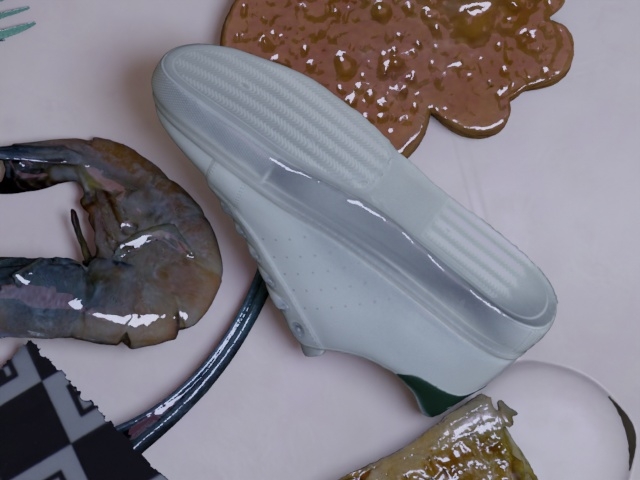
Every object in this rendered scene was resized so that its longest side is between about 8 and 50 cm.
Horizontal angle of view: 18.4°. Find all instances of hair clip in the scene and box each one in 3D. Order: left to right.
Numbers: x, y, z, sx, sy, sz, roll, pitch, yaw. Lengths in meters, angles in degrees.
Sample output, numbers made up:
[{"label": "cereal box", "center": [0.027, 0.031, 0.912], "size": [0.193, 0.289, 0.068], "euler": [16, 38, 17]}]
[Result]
[{"label": "hair clip", "center": [-0.107, 0.110, 1.587], "size": [0.070, 0.039, 0.229], "euler": [43, 79, 9]}]

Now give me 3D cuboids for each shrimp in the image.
[{"label": "shrimp", "center": [-0.223, -0.004, 1.573], "size": [0.289, 0.075, 0.178], "euler": [0, 70, 0]}]

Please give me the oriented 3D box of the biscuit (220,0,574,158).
[{"label": "biscuit", "center": [0.062, -0.161, 1.616], "size": [0.288, 0.044, 0.202], "euler": [-13, 85, -5]}]

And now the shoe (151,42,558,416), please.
[{"label": "shoe", "center": [0.000, 0.000, 1.550], "size": [0.363, 0.132, 0.160], "euler": [36, 123, -2]}]

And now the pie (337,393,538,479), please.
[{"label": "pie", "center": [0.055, 0.238, 1.557], "size": [0.282, 0.068, 0.129], "euler": [-34, 87, -6]}]

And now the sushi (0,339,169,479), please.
[{"label": "sushi", "center": [-0.243, 0.295, 1.508], "size": [0.339, 0.069, 0.320], "euler": [-45, 59, -8]}]

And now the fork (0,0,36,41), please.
[{"label": "fork", "center": [-0.348, -0.148, 1.611], "size": [0.235, 0.021, 0.039], "euler": [-22, 82, -5]}]
